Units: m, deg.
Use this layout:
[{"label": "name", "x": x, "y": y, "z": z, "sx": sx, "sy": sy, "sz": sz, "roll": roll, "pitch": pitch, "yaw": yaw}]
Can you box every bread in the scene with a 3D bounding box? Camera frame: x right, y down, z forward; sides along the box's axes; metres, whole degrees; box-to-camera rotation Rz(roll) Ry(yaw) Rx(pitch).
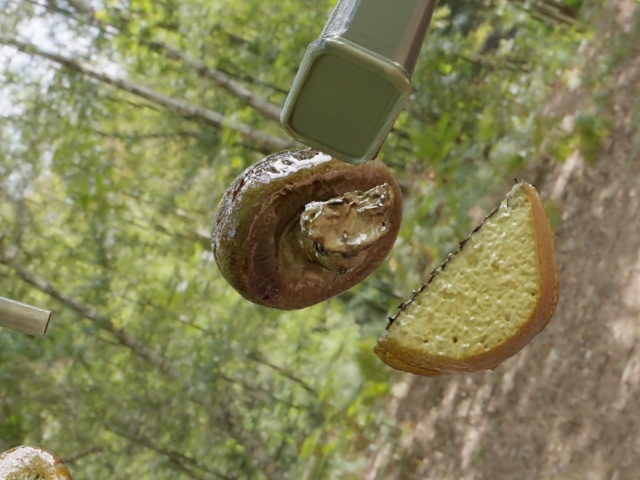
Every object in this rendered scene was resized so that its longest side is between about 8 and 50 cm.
[{"label": "bread", "x": 0.184, "y": 0.063, "z": 1.272, "sx": 0.260, "sy": 0.134, "sz": 0.129, "roll": -50, "pitch": -11, "yaw": 1}]

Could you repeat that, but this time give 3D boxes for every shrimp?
[{"label": "shrimp", "x": -0.496, "y": 0.439, "z": 1.894, "sx": 0.068, "sy": 0.150, "sz": 0.248, "roll": 89, "pitch": -166, "yaw": -49}]

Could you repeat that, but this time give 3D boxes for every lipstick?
[{"label": "lipstick", "x": -0.721, "y": 0.149, "z": 2.558, "sx": 0.077, "sy": 0.253, "sz": 0.079, "roll": 138, "pitch": 147, "yaw": -79}]

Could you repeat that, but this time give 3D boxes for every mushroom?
[{"label": "mushroom", "x": 0.012, "y": -0.010, "z": 1.980, "sx": 0.331, "sy": 0.356, "sz": 0.334, "roll": -29, "pitch": -46, "yaw": -35}]

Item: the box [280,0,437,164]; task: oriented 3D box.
[{"label": "box", "x": 0.057, "y": -0.226, "z": 1.434, "sx": 0.274, "sy": 0.138, "sz": 0.178, "roll": 126, "pitch": 168, "yaw": -70}]
